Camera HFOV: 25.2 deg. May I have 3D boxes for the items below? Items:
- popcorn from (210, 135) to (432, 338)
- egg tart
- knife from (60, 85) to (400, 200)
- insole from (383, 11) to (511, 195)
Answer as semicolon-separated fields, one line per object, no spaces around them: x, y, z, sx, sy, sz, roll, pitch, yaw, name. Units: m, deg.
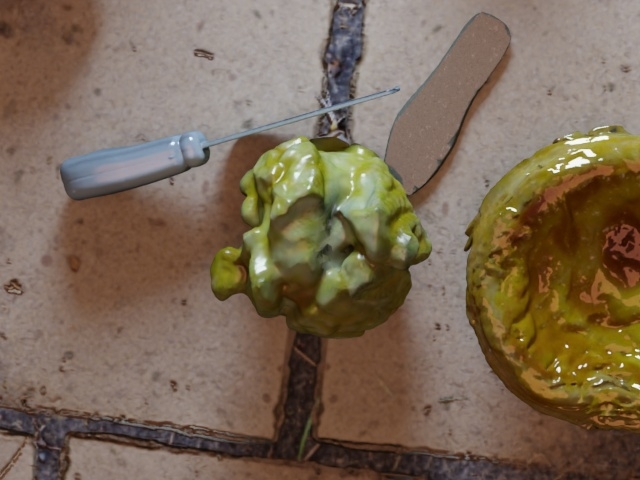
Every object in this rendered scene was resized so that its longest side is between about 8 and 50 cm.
0.000;0.000;1.306;0.187;0.167;0.185;32;102;1;popcorn
0.275;0.037;1.331;0.295;0.116;0.295;1;98;4;egg tart
-0.083;-0.096;1.339;0.331;0.080;0.044;-15;94;7;knife
0.117;-0.130;1.364;0.063;0.010;0.192;32;96;-3;insole
